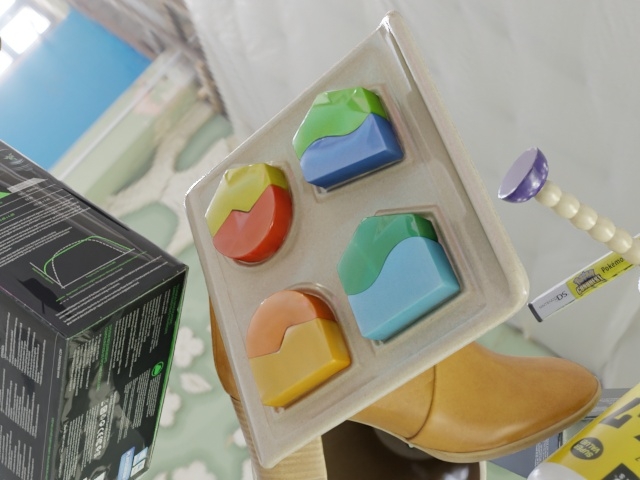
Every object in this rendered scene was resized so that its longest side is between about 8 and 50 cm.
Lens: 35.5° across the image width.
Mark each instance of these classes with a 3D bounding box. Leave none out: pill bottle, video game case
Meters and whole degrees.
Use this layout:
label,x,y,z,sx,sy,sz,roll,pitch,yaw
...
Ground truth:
label,x,y,z,sx,sy,sz,roll,pitch,yaw
pill bottle,0.224,0.185,0.715,0.119,0.208,0.119,46,-24,27
video game case,0.454,0.008,1.420,0.248,0.275,0.035,-41,-103,45

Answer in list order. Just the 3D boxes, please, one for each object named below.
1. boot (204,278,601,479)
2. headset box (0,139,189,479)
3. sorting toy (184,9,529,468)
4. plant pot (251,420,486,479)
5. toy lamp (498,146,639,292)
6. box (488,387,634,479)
label,x,y,z,sx,sy,sz,roll,pitch,yaw
boot,0.065,0.057,0.748,0.104,0.295,0.211,-143,-137,-75
headset box,-0.273,0.069,0.835,0.283,0.131,0.246,31,-53,21
sorting toy,0.000,0.000,0.565,0.038,0.208,0.193,13,47,-45
plant pot,0.087,0.230,1.179,0.256,0.256,0.274,39,14,12
toy lamp,0.334,-0.006,1.142,0.274,0.080,0.080,34,-11,-10
box,0.381,0.267,1.371,0.261,0.103,0.184,2,4,-22
